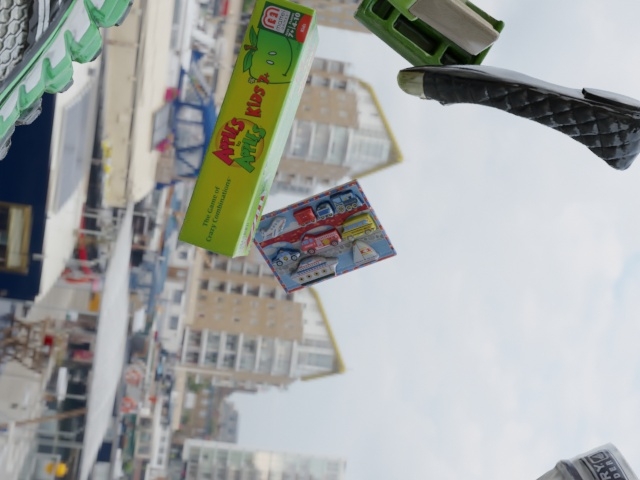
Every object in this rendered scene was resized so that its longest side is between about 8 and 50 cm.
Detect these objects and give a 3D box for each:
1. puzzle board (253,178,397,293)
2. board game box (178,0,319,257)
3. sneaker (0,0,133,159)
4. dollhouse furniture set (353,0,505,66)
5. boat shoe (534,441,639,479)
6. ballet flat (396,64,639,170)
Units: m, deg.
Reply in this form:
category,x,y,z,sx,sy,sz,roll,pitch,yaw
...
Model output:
category,x,y,z,sx,sy,sz,roll,pitch,yaw
puzzle board,0.000,0.000,0.875,0.096,0.128,0.011,59,22,-28
board game box,-0.050,-0.080,0.649,0.092,0.043,0.181,-13,122,-89
sneaker,-0.164,-0.087,0.314,0.146,0.134,0.344,46,58,-69
dollhouse furniture set,0.193,-0.339,0.943,0.302,0.151,0.197,-57,-172,-9
boat shoe,0.137,0.204,0.440,0.096,0.088,0.268,-109,175,-46
ballet flat,0.133,-0.088,0.591,0.057,0.173,0.049,-44,148,-64
